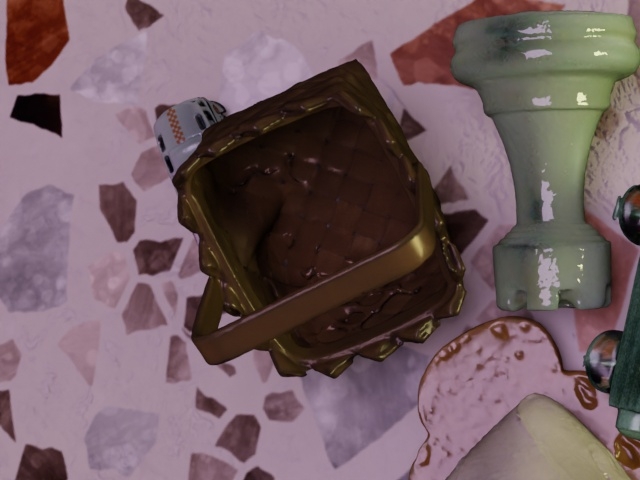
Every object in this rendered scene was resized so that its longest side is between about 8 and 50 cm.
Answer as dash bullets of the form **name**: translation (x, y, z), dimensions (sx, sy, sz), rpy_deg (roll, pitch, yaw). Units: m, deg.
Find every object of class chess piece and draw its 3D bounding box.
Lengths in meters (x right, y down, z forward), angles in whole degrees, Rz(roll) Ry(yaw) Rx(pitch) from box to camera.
- **chess piece**: translation (0.234, -0.078, 1.734), dimensions (0.194, 0.194, 0.299), rpy_deg (-2, 89, 21)

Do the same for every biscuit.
- **biscuit**: translation (0.233, 0.260, 1.738), dimensions (0.269, 0.051, 0.376), rpy_deg (-25, 74, 13)

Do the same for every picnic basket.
- **picnic basket**: translation (0.000, 0.000, 1.700), dimensions (0.254, 0.321, 0.291), rpy_deg (-25, 109, 13)

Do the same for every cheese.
- **cheese**: translation (0.208, 0.271, 1.640), dimensions (0.189, 0.154, 0.198), rpy_deg (-42, 73, 12)

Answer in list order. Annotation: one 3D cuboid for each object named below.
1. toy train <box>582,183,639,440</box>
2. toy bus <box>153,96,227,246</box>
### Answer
- **toy train**: translation (0.372, 0.064, 1.670), dimensions (0.116, 0.177, 0.286), rpy_deg (2, 79, 63)
- **toy bus**: translation (-0.127, -0.074, 1.910), dimensions (0.087, 0.089, 0.194), rpy_deg (-27, 72, 15)
